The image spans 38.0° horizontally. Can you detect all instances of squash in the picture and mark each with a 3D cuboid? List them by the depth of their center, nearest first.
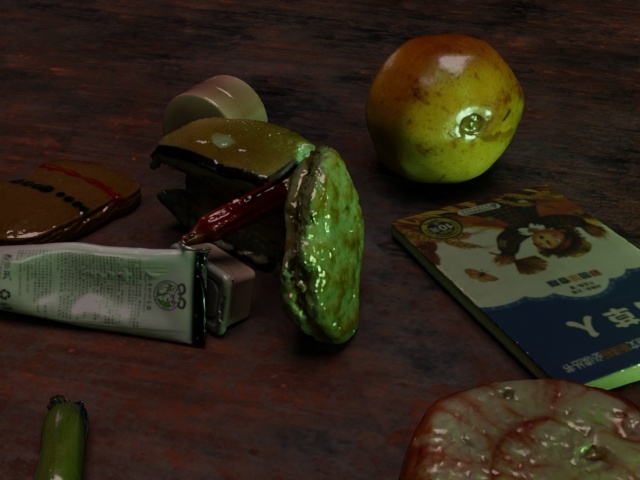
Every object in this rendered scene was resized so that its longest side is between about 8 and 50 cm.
[{"bbox_3d":[-0.272,0.221,0.981,0.052,0.052,0.183,-2,29,-7],"label":"squash"}]

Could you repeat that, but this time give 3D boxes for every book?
[{"bbox_3d":[0.326,0.053,1.300,0.300,0.039,0.428,-13,34,-23],"label":"book"}]

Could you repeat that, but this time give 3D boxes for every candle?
[{"bbox_3d":[-0.108,-0.026,1.182,0.162,0.053,0.048,-29,81,-21],"label":"candle"}]

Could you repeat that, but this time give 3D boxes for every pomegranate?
[{"bbox_3d":[0.200,-0.216,1.549,0.264,0.264,0.264,2,32,-1],"label":"pomegranate"}]

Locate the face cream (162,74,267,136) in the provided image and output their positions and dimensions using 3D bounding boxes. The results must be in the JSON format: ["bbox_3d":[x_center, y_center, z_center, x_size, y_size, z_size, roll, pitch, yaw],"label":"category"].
[{"bbox_3d":[-0.177,-0.193,1.563,0.149,0.149,0.104,17,34,23],"label":"face cream"}]

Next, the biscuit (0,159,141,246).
[{"bbox_3d":[-0.449,-0.074,1.445,0.262,0.052,0.277,26,39,33],"label":"biscuit"}]

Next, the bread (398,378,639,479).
[{"bbox_3d":[0.219,0.265,0.878,0.295,0.114,0.327,-5,33,-9],"label":"bread"}]

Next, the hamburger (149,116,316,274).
[{"bbox_3d":[-0.090,-0.075,1.359,0.288,0.167,0.192,22,36,28],"label":"hamburger"}]

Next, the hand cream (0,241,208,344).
[{"bbox_3d":[-0.305,0.059,1.193,0.336,0.121,0.076,5,7,10],"label":"hand cream"}]

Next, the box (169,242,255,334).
[{"bbox_3d":[-0.143,0.058,1.222,0.122,0.089,0.062,29,30,35],"label":"box"}]

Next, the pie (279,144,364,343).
[{"bbox_3d":[0.000,0.000,1.181,0.090,0.201,0.248,-3,63,20],"label":"pie"}]
